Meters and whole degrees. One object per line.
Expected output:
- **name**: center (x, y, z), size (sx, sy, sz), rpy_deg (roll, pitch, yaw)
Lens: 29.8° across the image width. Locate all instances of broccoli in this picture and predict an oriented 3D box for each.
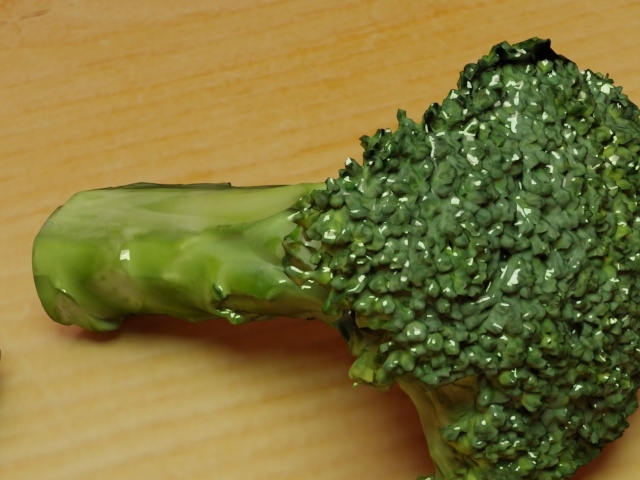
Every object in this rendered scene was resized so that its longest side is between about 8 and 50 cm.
- **broccoli**: center (-0.006, 0.016, 0.621), size (0.361, 0.221, 0.252), rpy_deg (-12, 31, 17)
